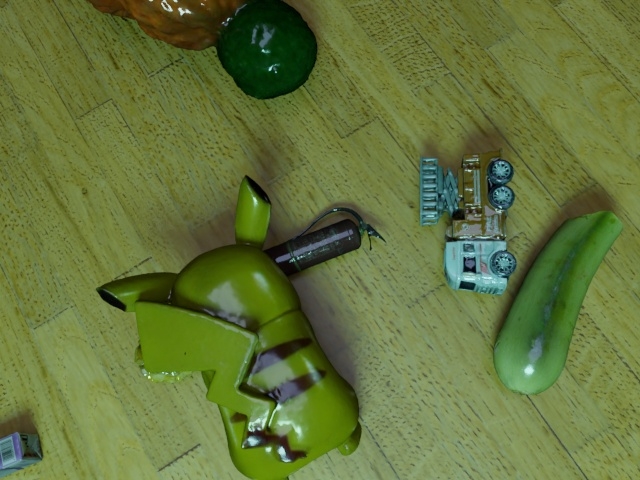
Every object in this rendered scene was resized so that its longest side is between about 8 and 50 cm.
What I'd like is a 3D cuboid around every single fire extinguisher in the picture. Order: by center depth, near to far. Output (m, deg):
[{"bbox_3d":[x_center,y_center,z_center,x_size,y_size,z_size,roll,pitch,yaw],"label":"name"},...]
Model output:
[{"bbox_3d":[0.000,0.000,0.765,0.157,0.045,0.078,-21,64,-1],"label":"fire extinguisher"}]

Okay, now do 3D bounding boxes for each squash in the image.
[{"bbox_3d":[0.286,0.072,0.709,0.083,0.083,0.250,28,75,11],"label":"squash"}]

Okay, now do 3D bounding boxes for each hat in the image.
[{"bbox_3d":[-0.197,-0.346,0.788,0.285,0.285,0.400,-30,89,-4],"label":"hat"}]

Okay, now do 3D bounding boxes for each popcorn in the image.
[{"bbox_3d":[-0.191,0.141,0.733,0.082,0.057,0.083,22,75,8],"label":"popcorn"}]

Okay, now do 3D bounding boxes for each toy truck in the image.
[{"bbox_3d":[0.185,-0.020,0.739,0.115,0.080,0.178,-1,73,9],"label":"toy truck"}]

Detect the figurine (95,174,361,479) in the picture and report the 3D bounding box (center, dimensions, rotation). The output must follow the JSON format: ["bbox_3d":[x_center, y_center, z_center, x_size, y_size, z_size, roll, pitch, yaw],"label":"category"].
[{"bbox_3d":[-0.091,0.123,0.668,0.218,0.169,0.327,-28,77,-13],"label":"figurine"}]

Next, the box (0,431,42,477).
[{"bbox_3d":[-0.411,0.277,0.714,0.117,0.051,0.036,-24,67,-1],"label":"box"}]
